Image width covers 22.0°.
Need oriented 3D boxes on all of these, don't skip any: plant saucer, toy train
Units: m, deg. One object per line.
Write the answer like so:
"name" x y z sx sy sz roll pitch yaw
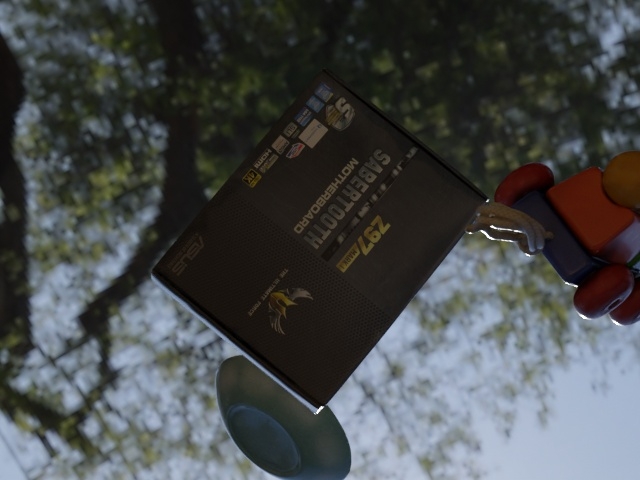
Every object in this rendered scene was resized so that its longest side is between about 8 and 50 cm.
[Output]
"plant saucer" -0.054 0.218 1.875 0.195 0.195 0.037 5 -143 41
"toy train" 0.188 -0.033 1.015 0.143 0.248 0.105 -41 -110 15

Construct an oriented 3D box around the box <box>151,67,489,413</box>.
"box" 0.000 0.000 1.380 0.233 0.183 0.059 -50 177 -10
